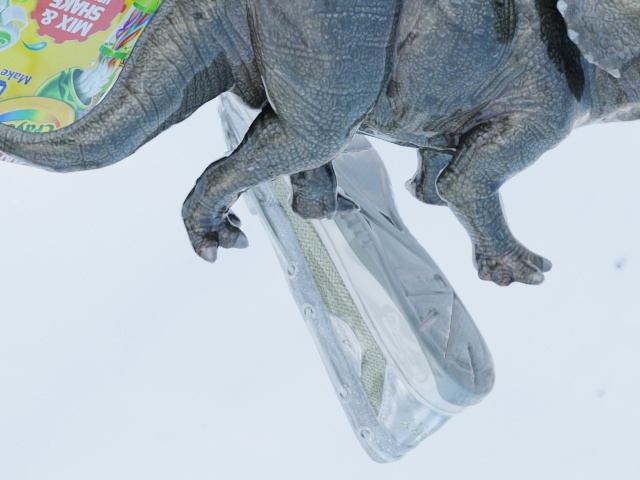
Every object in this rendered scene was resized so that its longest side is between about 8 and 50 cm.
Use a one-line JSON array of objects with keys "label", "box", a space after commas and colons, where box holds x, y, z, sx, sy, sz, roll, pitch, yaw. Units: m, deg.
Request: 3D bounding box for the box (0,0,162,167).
[{"label": "box", "box": [-0.211, -0.213, 0.706, 0.279, 0.177, 0.290, -48, 149, 22]}]

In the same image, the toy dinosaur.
[{"label": "toy dinosaur", "box": [0.025, -0.072, 0.525, 0.313, 0.121, 0.160, 5, 116, -6]}]

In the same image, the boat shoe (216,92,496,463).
[{"label": "boat shoe", "box": [0.002, 0.001, 0.962, 0.103, 0.320, 0.118, -43, 155, 25]}]
